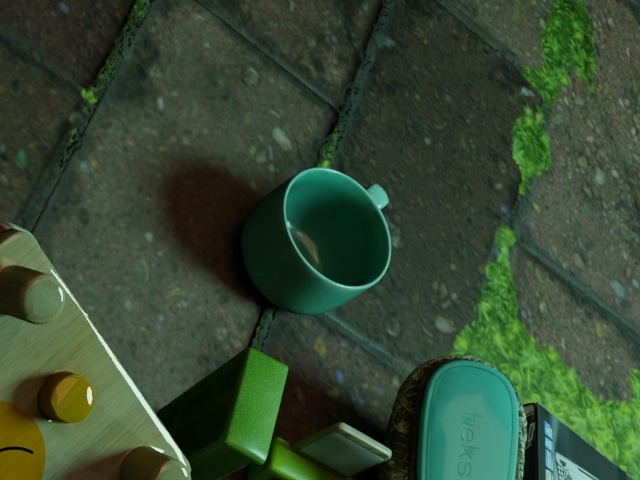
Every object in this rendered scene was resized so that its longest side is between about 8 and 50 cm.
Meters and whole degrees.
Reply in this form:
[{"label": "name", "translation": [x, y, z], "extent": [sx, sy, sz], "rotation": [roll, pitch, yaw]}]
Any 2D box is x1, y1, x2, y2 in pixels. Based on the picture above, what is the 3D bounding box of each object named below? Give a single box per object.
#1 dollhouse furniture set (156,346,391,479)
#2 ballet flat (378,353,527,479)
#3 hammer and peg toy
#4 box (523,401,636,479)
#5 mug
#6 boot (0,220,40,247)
[{"label": "dollhouse furniture set", "translation": [-0.054, 0.279, 1.395], "extent": [0.197, 0.151, 0.301], "rotation": [32, 49, -23]}, {"label": "ballet flat", "translation": [0.099, 0.334, 1.477], "extent": [0.164, 0.182, 0.483], "rotation": [14, 54, -9]}, {"label": "hammer and peg toy", "translation": [-0.281, 0.200, 1.211], "extent": [0.361, 0.127, 0.266], "rotation": [-43, 118, -22]}, {"label": "box", "translation": [0.238, 0.344, 1.617], "extent": [0.242, 0.076, 0.307], "rotation": [39, 43, -43]}, {"label": "mug", "translation": [-0.001, 0.008, 1.636], "extent": [0.158, 0.097, 0.129], "rotation": [6, 62, -39]}, {"label": "boot", "translation": [-0.303, 0.091, 1.340], "extent": [0.176, 0.088, 0.244], "rotation": [10, 64, -35]}]
